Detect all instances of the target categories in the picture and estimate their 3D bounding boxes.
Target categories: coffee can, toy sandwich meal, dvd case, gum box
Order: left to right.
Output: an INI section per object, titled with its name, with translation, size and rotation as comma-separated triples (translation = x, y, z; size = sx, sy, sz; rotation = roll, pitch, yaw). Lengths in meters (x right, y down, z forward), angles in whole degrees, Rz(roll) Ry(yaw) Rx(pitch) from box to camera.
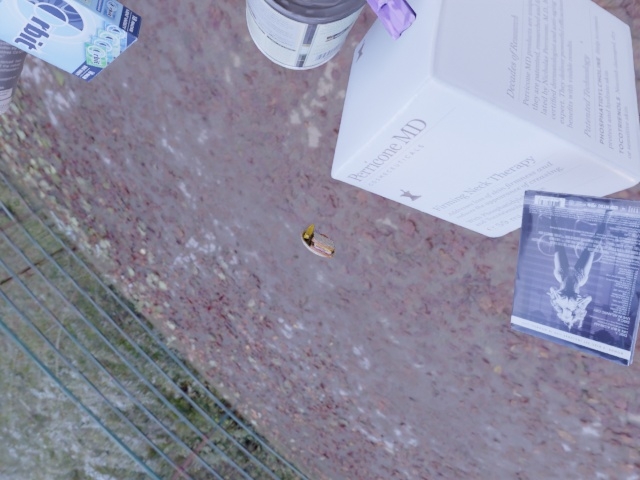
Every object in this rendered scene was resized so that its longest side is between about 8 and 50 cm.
[gum box]
translation = -0.363, -0.299, 0.608
size = 0.157, 0.041, 0.184
rotation = -12, 158, 39
[coffee can]
translation = -0.025, -0.414, 0.747
size = 0.201, 0.201, 0.275
rotation = 54, 178, -10
[toy sandwich meal]
translation = 0.000, 0.000, 0.867
size = 0.085, 0.085, 0.029
rotation = 37, 116, 9
[dvd case]
translation = 0.360, 0.046, 0.647
size = 0.164, 0.018, 0.221
rotation = 15, 110, 46

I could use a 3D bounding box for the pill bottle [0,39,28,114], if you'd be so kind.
[pill bottle]
translation = -0.657, -0.434, 0.867
size = 0.204, 0.204, 0.361
rotation = 42, 118, 3

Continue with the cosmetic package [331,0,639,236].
[cosmetic package]
translation = 0.279, -0.247, 0.826
size = 0.393, 0.327, 0.329
rotation = 18, 158, -17

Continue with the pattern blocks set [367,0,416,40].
[pattern blocks set]
translation = -0.058, -0.233, 0.234
size = 0.026, 0.285, 0.325
rotation = -36, 123, 27
